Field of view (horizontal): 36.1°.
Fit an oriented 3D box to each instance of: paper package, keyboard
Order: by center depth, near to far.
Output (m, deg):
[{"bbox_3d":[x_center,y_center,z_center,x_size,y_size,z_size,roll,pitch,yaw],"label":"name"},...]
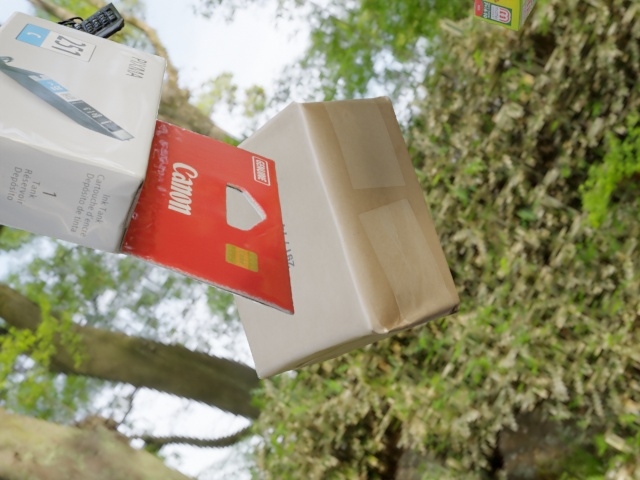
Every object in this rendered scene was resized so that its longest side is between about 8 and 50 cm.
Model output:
[{"bbox_3d":[-0.281,-0.177,0.946,0.192,0.038,0.100,-34,29,-3],"label":"keyboard"},{"bbox_3d":[0.000,0.000,1.379,0.168,0.325,0.309,-10,-12,-38],"label":"paper package"}]

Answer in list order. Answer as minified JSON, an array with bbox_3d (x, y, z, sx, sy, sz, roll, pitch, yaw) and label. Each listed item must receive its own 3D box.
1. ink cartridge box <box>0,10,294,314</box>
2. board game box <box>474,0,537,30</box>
[{"bbox_3d":[-0.140,-0.075,0.752,0.296,0.261,0.066,-103,32,-64],"label":"ink cartridge box"},{"bbox_3d":[0.190,-0.278,0.846,0.181,0.043,0.092,-56,-25,-26],"label":"board game box"}]
